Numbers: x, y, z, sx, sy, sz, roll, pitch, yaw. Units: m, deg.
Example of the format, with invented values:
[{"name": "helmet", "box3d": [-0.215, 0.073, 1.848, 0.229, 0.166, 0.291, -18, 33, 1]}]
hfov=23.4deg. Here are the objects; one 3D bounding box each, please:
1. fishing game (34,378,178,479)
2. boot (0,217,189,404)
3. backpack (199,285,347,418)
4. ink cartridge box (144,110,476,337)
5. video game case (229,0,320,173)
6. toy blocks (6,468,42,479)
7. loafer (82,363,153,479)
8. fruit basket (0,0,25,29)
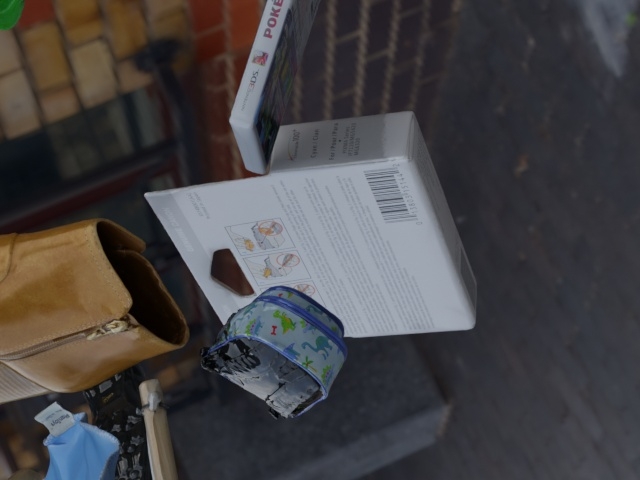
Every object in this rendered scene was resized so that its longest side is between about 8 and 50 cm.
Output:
[{"name": "fishing game", "box3d": [-0.099, 0.159, 0.601, 0.264, 0.041, 0.189, 130, 133, -56]}, {"name": "boot", "box3d": [-0.254, 0.017, 1.171, 0.295, 0.211, 0.104, 43, -144, -37]}, {"name": "backpack", "box3d": [-0.031, 0.090, 1.314, 0.105, 0.084, 0.114, 35, 155, -10]}, {"name": "ink cartridge box", "box3d": [0.000, 0.000, 1.539, 0.296, 0.261, 0.066, 64, -156, -51]}, {"name": "video game case", "box3d": [-0.036, -0.163, 1.330, 0.201, 0.023, 0.183, 86, -159, -82]}, {"name": "toy blocks", "box3d": [-0.411, 0.150, 1.543, 0.260, 0.309, 0.289, -50, -18, -76]}, {"name": "loafer", "box3d": [-0.177, 0.181, 1.440, 0.078, 0.076, 0.223, 52, -170, -36]}, {"name": "fruit basket", "box3d": [-0.382, -0.380, 1.234, 0.283, 0.392, 0.392, -48, 56, 30]}]
